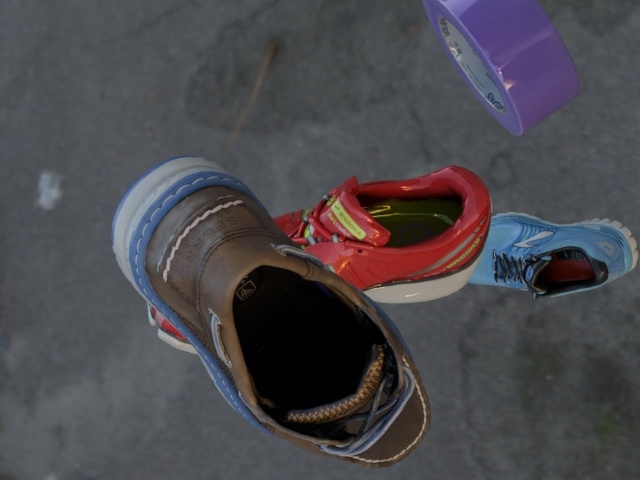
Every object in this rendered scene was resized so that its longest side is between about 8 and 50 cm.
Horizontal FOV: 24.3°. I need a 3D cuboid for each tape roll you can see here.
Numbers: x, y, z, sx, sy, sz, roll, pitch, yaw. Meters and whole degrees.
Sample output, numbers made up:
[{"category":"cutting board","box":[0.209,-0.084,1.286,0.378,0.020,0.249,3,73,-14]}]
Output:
[{"category":"tape roll","box":[0.197,-0.213,1.624,0.080,0.189,0.189,-34,48,-2]}]

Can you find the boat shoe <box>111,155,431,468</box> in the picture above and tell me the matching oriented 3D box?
[{"category":"boat shoe","box":[-0.005,0.044,0.527,0.066,0.183,0.066,-48,47,-1]}]

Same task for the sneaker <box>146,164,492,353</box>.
[{"category":"sneaker","box":[0.000,0.000,1.118,0.118,0.279,0.107,101,148,-59]}]

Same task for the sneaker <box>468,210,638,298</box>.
[{"category":"sneaker","box":[0.176,0.015,1.231,0.162,0.073,0.063,-5,109,33]}]
